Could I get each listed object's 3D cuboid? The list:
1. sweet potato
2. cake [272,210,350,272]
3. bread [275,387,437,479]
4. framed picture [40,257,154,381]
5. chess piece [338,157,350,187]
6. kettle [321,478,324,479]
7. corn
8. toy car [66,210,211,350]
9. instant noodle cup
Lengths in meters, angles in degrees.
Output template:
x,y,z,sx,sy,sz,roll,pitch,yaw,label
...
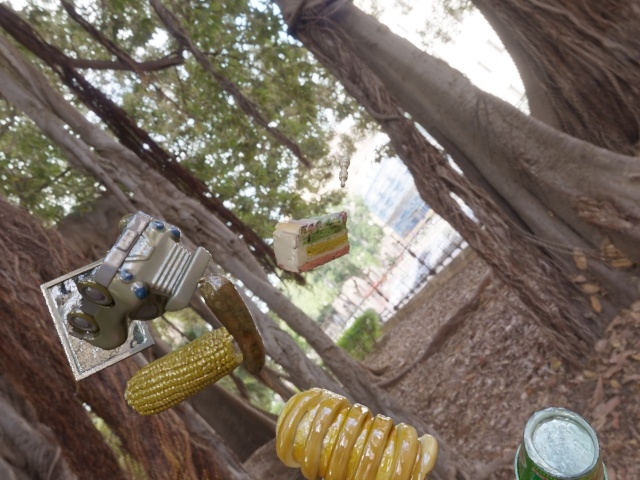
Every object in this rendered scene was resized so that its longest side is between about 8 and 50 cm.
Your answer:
x,y,z,sx,sy,sz,roll,pitch,yaw,label
-0.178,0.182,1.037,0.075,0.273,0.075,-21,24,9,sweet potato
-0.018,-0.001,1.108,0.225,0.090,0.109,-19,-71,-53,cake
0.055,0.402,0.916,0.121,0.312,0.172,61,-131,-69,bread
-0.674,0.225,1.440,0.241,0.324,0.020,-24,-15,-14,framed picture
0.065,-0.187,1.340,0.035,0.035,0.092,118,161,-57,chess piece
0.153,0.699,1.147,0.205,0.318,0.265,-37,-5,-24,kettle
-0.362,0.355,1.280,0.387,0.143,0.144,-28,-3,17,corn
-0.439,0.114,1.151,0.336,0.226,0.242,-47,21,43,toy car
0.540,0.486,1.067,0.207,0.207,0.232,-45,-42,-17,instant noodle cup
